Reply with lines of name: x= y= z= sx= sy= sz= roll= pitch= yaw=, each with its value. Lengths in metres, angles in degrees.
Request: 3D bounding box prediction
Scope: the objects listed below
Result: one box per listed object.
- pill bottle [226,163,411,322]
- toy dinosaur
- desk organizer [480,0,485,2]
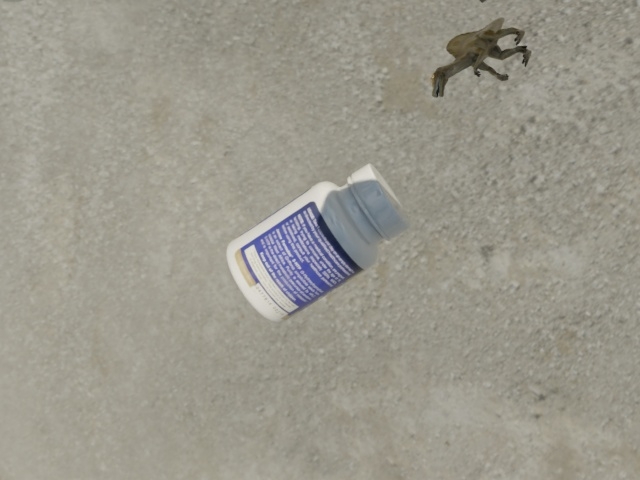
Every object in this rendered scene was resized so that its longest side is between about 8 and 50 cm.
pill bottle: x=0.000 y=0.000 z=0.793 sx=0.187 sy=0.112 sz=0.112 roll=-33 pitch=88 yaw=13
toy dinosaur: x=0.199 y=-0.235 z=0.846 sx=0.093 sy=0.183 sz=0.053 roll=21 pitch=145 yaw=35
desk organizer: x=0.174 y=-0.356 z=0.857 sx=0.130 sy=0.050 sz=0.047 roll=42 pitch=173 yaw=-9
